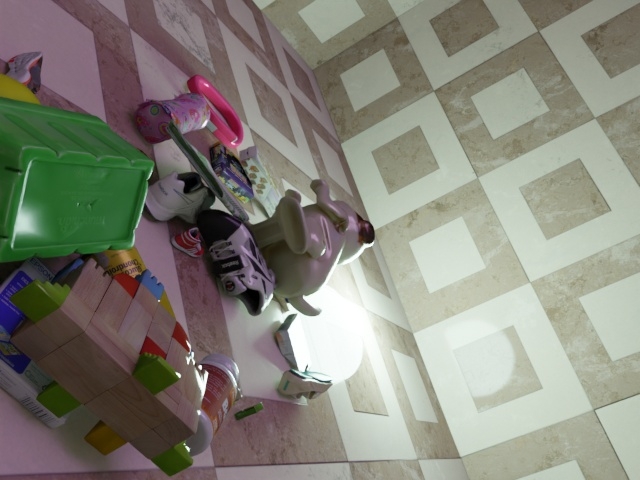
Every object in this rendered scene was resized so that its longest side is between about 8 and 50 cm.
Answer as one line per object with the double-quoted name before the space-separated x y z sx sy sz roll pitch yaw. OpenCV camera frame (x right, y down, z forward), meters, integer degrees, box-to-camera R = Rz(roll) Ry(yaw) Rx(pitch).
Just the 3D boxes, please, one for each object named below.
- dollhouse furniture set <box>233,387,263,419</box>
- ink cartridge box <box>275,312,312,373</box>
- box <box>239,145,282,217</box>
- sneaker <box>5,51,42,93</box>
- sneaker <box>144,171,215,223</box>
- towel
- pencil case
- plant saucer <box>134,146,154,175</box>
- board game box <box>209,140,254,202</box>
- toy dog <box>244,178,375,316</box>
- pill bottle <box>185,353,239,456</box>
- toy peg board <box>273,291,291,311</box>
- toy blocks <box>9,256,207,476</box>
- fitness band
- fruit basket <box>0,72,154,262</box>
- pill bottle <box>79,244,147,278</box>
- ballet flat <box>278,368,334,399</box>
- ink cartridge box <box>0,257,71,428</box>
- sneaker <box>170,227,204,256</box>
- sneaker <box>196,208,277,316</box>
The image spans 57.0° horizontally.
"dollhouse furniture set" -0.195 0.337 1.374 0.151 0.059 0.076 66 17 10
"ink cartridge box" -0.078 0.328 1.781 0.145 0.045 0.179 -51 131 -72
"box" -0.188 -0.181 2.032 0.067 0.063 0.324 -98 167 -47
"sneaker" -0.612 -0.340 1.227 0.158 0.061 0.064 -96 180 -48
"sneaker" -0.336 -0.116 1.520 0.111 0.129 0.297 56 15 4
"towel" -0.290 -0.169 1.557 0.248 0.038 0.325 52 -4 10
"pencil case" -0.414 -0.353 1.667 0.124 0.124 0.284 60 20 -9
"plant saucer" -0.456 -0.197 1.495 0.083 0.013 0.083 52 20 -28
"board game box" -0.292 -0.225 1.945 0.170 0.048 0.141 42 26 -48
"toy dog" 0.000 0.000 1.827 0.408 0.285 0.395 -25 84 -53
"pill bottle" -0.238 0.317 1.175 0.121 0.121 0.216 59 18 -10
"toy peg board" -0.107 0.117 1.911 0.161 0.079 0.160 57 18 -16
"toy blocks" -0.316 0.159 0.971 0.381 0.191 0.261 52 14 -24
"fitness band" -0.363 -0.453 2.070 0.291 0.054 0.209 47 23 -44
"fruit basket" -0.512 -0.130 0.956 0.392 0.282 0.392 17 9 -3
"pill bottle" -0.381 0.086 1.142 0.184 0.103 0.103 63 17 2
"ballet flat" -0.042 0.413 1.677 0.248 0.086 0.086 30 37 -58
"ink cartridge box" -0.448 0.155 0.945 0.206 0.045 0.208 54 21 -25
"sneaker" -0.318 0.005 1.499 0.118 0.067 0.042 31 36 -60
"sneaker" -0.225 0.066 1.572 0.330 0.122 0.146 56 27 -29
